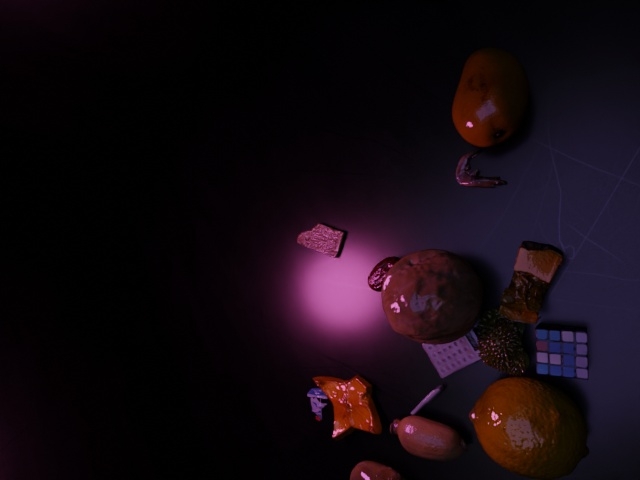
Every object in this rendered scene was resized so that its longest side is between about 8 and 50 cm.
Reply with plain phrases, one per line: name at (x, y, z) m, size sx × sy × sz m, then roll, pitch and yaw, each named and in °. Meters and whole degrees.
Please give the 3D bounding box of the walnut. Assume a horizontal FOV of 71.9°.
walnut at (0.405, 0.208, 1.606) m, size 0.382 × 0.381 × 0.380 m, roll -3°, pitch 85°, yaw 32°

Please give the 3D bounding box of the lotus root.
lotus root at (0.407, 0.760, 1.696) m, size 0.304 × 0.131 × 0.146 m, roll 3°, pitch 87°, yaw 32°

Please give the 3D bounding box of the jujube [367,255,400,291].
jujube at (0.273, 0.143, 1.841) m, size 0.176 × 0.109 × 0.112 m, roll -40°, pitch 33°, yaw 26°

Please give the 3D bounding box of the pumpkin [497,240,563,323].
pumpkin at (0.706, 0.124, 1.474) m, size 0.139 × 0.280 × 0.189 m, roll 20°, pitch 132°, yaw 23°

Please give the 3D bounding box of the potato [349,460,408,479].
potato at (0.246, 1.003, 1.777) m, size 0.297 × 0.141 × 0.191 m, roll 0°, pitch 89°, yaw 30°

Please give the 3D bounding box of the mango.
mango at (0.618, -0.531, 1.613) m, size 0.264 × 0.221 × 0.377 m, roll -6°, pitch 75°, yaw 35°

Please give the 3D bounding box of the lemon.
lemon at (0.680, 0.605, 1.442) m, size 0.336 × 0.336 × 0.335 m, roll -3°, pitch 85°, yaw 32°

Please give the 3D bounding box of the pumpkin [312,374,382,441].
pumpkin at (0.120, 0.703, 1.902) m, size 0.258 × 0.095 × 0.290 m, roll -27°, pitch 71°, yaw 29°

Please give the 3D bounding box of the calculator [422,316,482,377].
calculator at (0.539, 0.410, 1.705) m, size 0.262 × 0.021 × 0.161 m, roll -38°, pitch 68°, yaw 25°

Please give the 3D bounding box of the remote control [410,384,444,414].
remote control at (0.422, 0.630, 1.739) m, size 0.029 × 0.061 × 0.162 m, roll 46°, pitch 111°, yaw 24°

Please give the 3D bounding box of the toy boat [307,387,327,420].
toy boat at (-0.019, 0.745, 2.031) m, size 0.106 × 0.034 × 0.149 m, roll 22°, pitch 110°, yaw 28°

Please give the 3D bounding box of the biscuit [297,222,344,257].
biscuit at (0.000, -0.012, 2.070) m, size 0.237 × 0.026 × 0.131 m, roll 21°, pitch 96°, yaw 32°

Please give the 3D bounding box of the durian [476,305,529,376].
durian at (0.635, 0.340, 1.535) m, size 0.177 × 0.200 × 0.236 m, roll 9°, pitch 85°, yaw 8°

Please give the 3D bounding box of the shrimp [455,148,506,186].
shrimp at (0.621, -0.279, 1.700) m, size 0.195 × 0.035 × 0.147 m, roll 10°, pitch 89°, yaw 34°

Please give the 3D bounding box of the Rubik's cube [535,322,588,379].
Rubik's cube at (0.802, 0.364, 1.465) m, size 0.151 × 0.155 × 0.154 m, roll -1°, pitch 87°, yaw 30°
